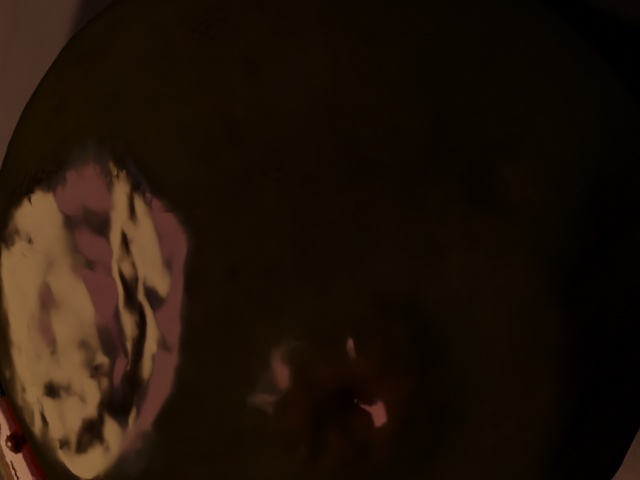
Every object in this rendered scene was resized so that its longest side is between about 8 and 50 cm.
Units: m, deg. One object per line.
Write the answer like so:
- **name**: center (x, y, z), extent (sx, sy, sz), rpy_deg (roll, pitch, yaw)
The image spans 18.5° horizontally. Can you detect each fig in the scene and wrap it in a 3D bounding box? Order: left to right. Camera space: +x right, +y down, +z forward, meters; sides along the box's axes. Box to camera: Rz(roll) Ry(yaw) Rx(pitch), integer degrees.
- **fig**: center (0.000, 0.000, 0.690), extent (0.271, 0.239, 0.239), rpy_deg (-110, 13, -65)

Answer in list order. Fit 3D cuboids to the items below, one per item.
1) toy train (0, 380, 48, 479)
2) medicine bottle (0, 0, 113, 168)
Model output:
- **toy train**: center (-0.176, 0.143, 1.282), extent (0.176, 0.074, 0.118), rpy_deg (66, -169, 14)
- **medicine bottle**: center (-0.151, -0.097, 0.975), extent (0.161, 0.111, 0.296), rpy_deg (-81, 9, -49)
